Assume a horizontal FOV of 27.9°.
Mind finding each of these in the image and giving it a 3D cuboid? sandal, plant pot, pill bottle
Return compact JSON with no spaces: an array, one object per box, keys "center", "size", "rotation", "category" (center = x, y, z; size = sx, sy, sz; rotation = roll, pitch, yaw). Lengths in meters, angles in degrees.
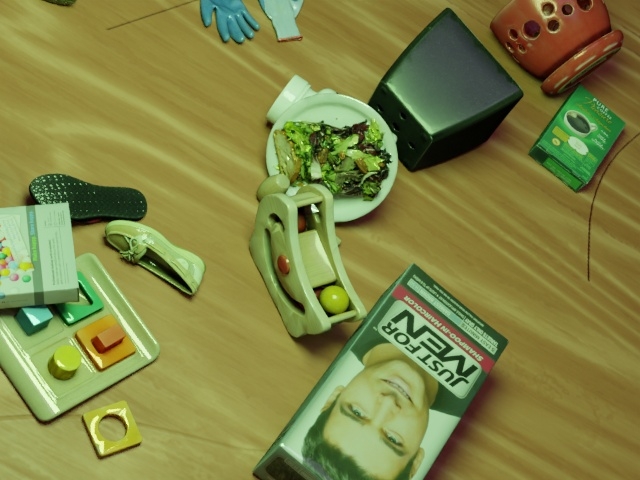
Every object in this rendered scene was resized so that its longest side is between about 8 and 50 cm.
[{"center":[-0.329,-0.051,1.809],"size":[0.179,0.040,0.067],"rotation":[8,64,-38],"category":"sandal"},{"center":[0.180,-0.223,2.063],"size":[0.167,0.188,0.187],"rotation":[-37,82,-24],"category":"plant pot"},{"center":[0.014,-0.168,1.987],"size":[0.187,0.112,0.112],"rotation":[35,53,-2],"category":"pill bottle"},{"center":[0.419,-0.365,2.245],"size":[0.191,0.191,0.174],"rotation":[-29,80,-35],"category":"plant pot"}]

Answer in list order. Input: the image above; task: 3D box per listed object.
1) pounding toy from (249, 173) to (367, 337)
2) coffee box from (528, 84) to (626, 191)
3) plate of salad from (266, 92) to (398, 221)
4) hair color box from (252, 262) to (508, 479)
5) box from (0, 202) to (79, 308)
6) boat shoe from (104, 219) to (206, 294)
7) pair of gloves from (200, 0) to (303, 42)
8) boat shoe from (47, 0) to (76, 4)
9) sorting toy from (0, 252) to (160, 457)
[{"center":[0.000,0.000,1.856],"size":[0.155,0.154,0.269],"rotation":[-16,70,-31],"category":"pounding toy"},{"center":[0.449,-0.179,2.242],"size":[0.113,0.040,0.184],"rotation":[38,54,-1],"category":"coffee box"},{"center":[0.015,-0.120,1.917],"size":[0.200,0.200,0.048],"rotation":[36,20,-2],"category":"plate of salad"},{"center":[0.091,0.228,1.793],"size":[0.185,0.113,0.374],"rotation":[39,54,0],"category":"hair color box"},{"center":[-0.416,0.022,1.682],"size":[0.186,0.038,0.145],"rotation":[-5,53,-12],"category":"box"},{"center":[-0.234,0.023,1.796],"size":[0.153,0.056,0.048],"rotation":[31,49,-15],"category":"boat shoe"},{"center":[-0.110,-0.391,2.114],"size":[0.198,0.023,0.159],"rotation":[-8,66,-28],"category":"pair of gloves"},{"center":[-0.443,-0.419,1.946],"size":[0.178,0.064,0.060],"rotation":[25,56,-7],"category":"boat shoe"},{"center":[-0.331,0.120,1.698],"size":[0.196,0.047,0.347],"rotation":[-30,78,-35],"category":"sorting toy"}]
